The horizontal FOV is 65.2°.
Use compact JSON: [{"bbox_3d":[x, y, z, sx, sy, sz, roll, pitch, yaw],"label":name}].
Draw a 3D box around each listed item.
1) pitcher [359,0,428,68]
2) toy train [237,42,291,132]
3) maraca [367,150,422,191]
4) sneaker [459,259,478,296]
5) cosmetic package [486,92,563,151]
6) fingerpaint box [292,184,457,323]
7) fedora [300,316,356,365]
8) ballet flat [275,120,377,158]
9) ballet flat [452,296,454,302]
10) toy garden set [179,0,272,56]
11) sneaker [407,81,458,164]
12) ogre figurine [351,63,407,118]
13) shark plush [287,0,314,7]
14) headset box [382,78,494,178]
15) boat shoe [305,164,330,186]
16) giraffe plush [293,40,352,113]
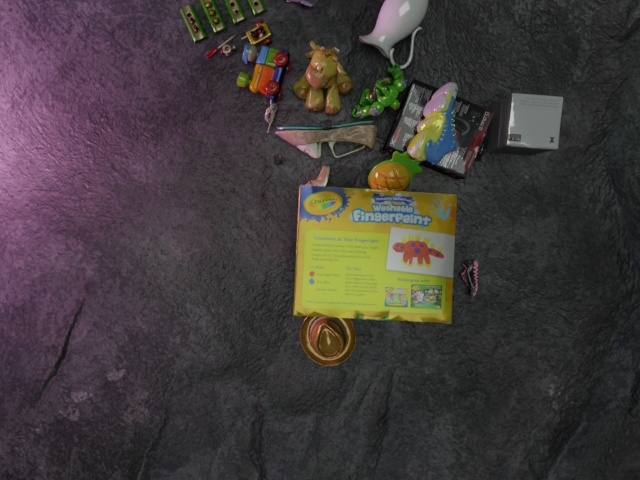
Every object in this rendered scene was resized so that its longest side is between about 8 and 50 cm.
[{"bbox_3d":[0.246,-0.644,1.514,0.178,0.125,0.207,33,105,-23],"label":"pitcher"},{"bbox_3d":[-0.190,-0.468,1.524,0.144,0.105,0.247,18,94,2],"label":"toy train"},{"bbox_3d":[0.225,-0.201,1.526,0.127,0.099,0.186,28,133,-21],"label":"maraca"},{"bbox_3d":[0.474,0.121,1.601,0.057,0.047,0.119,1,87,6],"label":"sneaker"},{"bbox_3d":[0.603,-0.342,1.494,0.152,0.183,0.151,4,94,-1],"label":"cosmetic package"},{"bbox_3d":[0.149,0.040,1.455,0.446,0.163,0.370,2,88,-3],"label":"fingerpaint box"},{"bbox_3d":[0.024,0.313,1.593,0.195,0.079,0.194,0,94,0],"label":"fedora"},{"bbox_3d":[0.020,-0.306,1.538,0.316,0.107,0.106,-3,101,1],"label":"ballet flat"},{"bbox_3d":[0.370,0.130,1.595,0.057,0.049,0.173,-40,93,2],"label":"ballet flat"},{"bbox_3d":[-0.281,-0.667,1.534,0.245,0.049,0.203,-24,94,2],"label":"toy garden set"},{"bbox_3d":[0.351,-0.328,1.444,0.126,0.091,0.240,28,95,-20],"label":"sneaker"},{"bbox_3d":[0.186,-0.441,1.511,0.197,0.118,0.096,-30,124,-3],"label":"ogre figurine"},{"bbox_3d":[-0.097,-0.752,1.519,0.073,0.067,0.161,-44,93,3],"label":"shark plush"},{"bbox_3d":[0.370,-0.328,1.531,0.294,0.110,0.217,21,94,-2],"label":"headset box"},{"bbox_3d":[-0.020,-0.162,1.566,0.059,0.063,0.169,21,95,-8],"label":"boat shoe"},{"bbox_3d":[0.013,-0.498,1.487,0.182,0.170,0.210,13,94,-1],"label":"giraffe plush"}]
